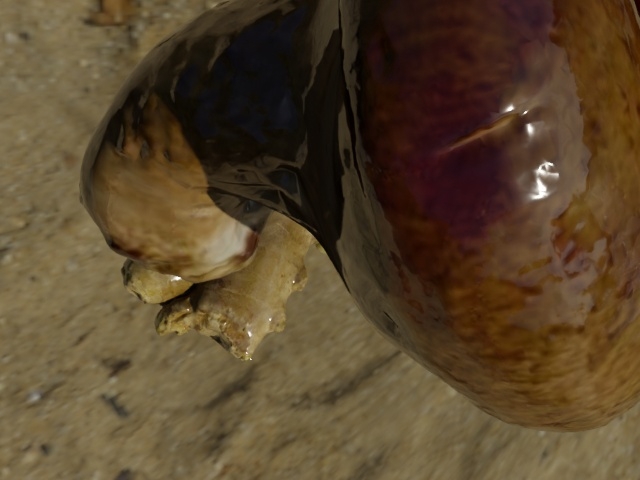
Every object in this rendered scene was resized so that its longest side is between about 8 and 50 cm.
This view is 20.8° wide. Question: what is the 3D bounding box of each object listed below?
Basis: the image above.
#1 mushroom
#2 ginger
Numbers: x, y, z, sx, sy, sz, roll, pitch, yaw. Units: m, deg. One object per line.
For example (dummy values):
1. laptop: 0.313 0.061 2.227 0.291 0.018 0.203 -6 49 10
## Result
1. mushroom: 0.041 -0.050 0.651 0.254 0.267 0.267 -39 85 -5
2. ginger: 0.000 0.000 1.011 0.193 0.176 0.052 21 148 6
